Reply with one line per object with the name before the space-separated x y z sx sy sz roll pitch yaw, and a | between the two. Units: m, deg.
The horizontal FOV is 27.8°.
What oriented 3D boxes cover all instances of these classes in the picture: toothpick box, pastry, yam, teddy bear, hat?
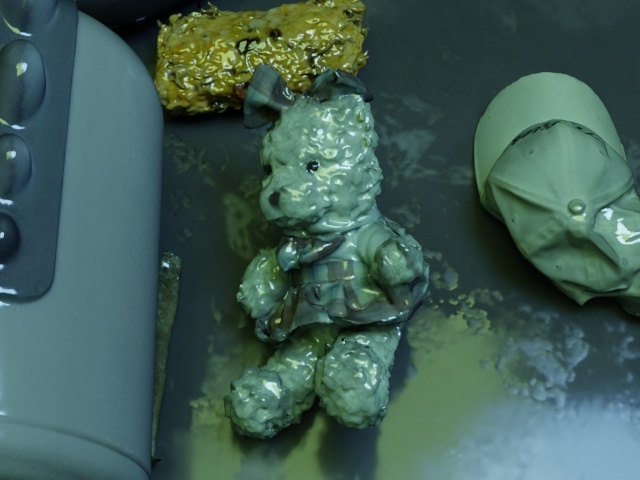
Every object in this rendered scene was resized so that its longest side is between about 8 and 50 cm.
toothpick box | -0.186 -0.005 0.701 0.229 0.229 0.316 0 65 0
pastry | -0.038 -0.120 0.848 0.140 0.056 0.080 -4 58 6
yam | -0.101 0.069 0.779 0.027 0.033 0.129 -8 58 26
teddy bear | 0.013 0.008 0.755 0.133 0.111 0.213 -6 81 39
hat | 0.162 -0.039 0.803 0.122 0.081 0.166 1 56 -2

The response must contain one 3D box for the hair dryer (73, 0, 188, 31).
hair dryer | -0.140 -0.270 0.906 0.235 0.091 0.272 -21 63 -19
